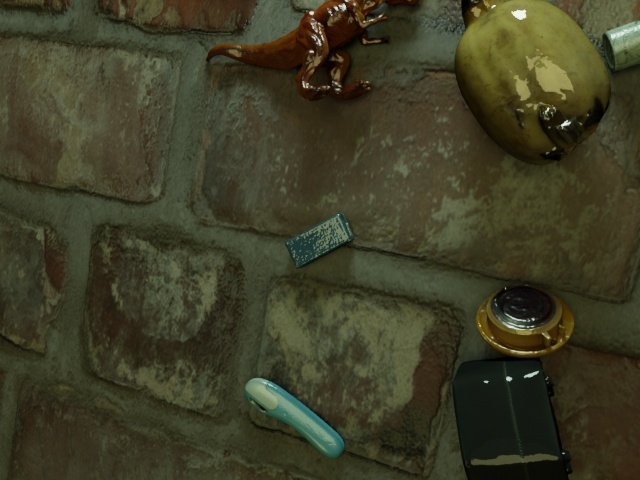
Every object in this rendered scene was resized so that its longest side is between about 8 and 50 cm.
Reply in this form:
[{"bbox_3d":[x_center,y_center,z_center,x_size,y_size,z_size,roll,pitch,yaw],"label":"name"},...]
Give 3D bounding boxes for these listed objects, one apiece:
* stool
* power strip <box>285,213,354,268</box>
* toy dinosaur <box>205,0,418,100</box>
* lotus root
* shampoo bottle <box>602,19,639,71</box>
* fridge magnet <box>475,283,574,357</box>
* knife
[{"bbox_3d":[0.284,0.284,0.795,0.141,0.232,0.233,-12,90,19],"label":"stool"},{"bbox_3d":[0.000,0.000,0.979,0.123,0.032,0.056,-28,85,18],"label":"power strip"},{"bbox_3d":[-0.015,-0.325,0.931,0.431,0.097,0.208,-17,74,16],"label":"toy dinosaur"},{"bbox_3d":[0.288,-0.260,0.792,0.182,0.182,0.310,-34,80,18],"label":"lotus root"},{"bbox_3d":[0.519,-0.302,0.766,0.204,0.065,0.065,-16,88,19],"label":"shampoo bottle"},{"bbox_3d":[0.312,0.118,0.828,0.142,0.143,0.063,-1,130,19],"label":"fridge magnet"},{"bbox_3d":[-0.049,0.334,1.021,0.221,0.031,0.064,33,100,11],"label":"knife"}]
